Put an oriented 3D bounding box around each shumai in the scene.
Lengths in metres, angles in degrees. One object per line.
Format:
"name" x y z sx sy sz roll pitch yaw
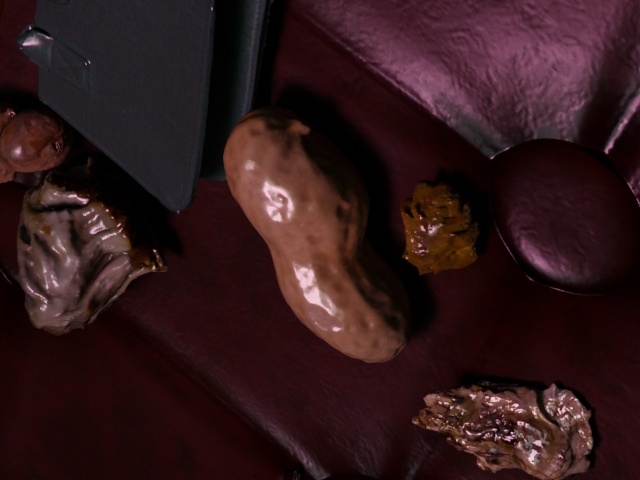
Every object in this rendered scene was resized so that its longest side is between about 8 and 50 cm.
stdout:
"shumai" -0.223 0.006 1.788 0.142 0.184 0.184 -9 117 9

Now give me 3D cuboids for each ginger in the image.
"ginger" -0.336 -0.106 1.811 0.204 0.080 0.104 13 121 37

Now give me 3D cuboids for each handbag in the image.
"handbag" -0.162 -0.198 1.570 0.238 0.089 0.326 35 142 22

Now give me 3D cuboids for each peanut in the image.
"peanut" 0.000 0.000 1.578 0.117 0.101 0.263 1 119 53

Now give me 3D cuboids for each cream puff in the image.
"cream puff" 0.101 -0.008 1.516 0.083 0.058 0.083 47 137 1

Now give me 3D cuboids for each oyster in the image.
"oyster" 0.168 0.176 1.599 0.165 0.053 0.108 7 133 30

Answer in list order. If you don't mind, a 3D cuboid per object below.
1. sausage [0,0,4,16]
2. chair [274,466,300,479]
"sausage" -0.305 -0.289 1.517 0.093 0.093 0.312 3 83 40
"chair" -0.003 0.419 1.844 0.170 0.160 0.326 21 132 27
